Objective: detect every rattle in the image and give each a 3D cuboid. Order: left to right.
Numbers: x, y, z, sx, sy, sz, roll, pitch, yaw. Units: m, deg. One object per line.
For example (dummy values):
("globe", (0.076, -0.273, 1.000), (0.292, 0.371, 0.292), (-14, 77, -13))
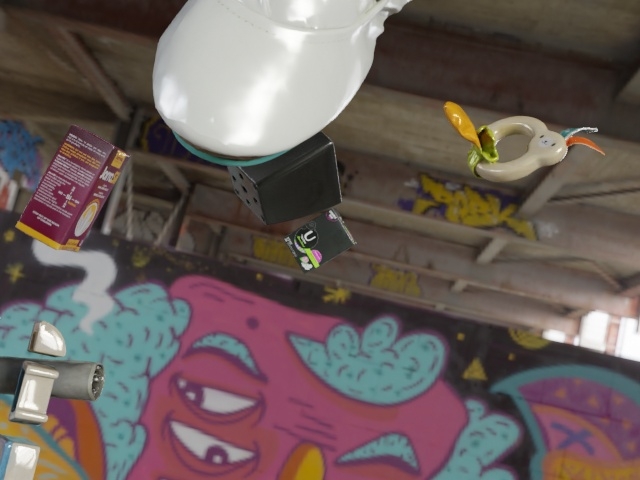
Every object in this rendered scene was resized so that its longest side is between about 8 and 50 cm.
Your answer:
("rattle", (0.304, -0.171, 1.324), (0.200, 0.130, 0.143), (-2, -57, 34))

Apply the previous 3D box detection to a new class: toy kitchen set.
("toy kitchen set", (-0.440, 0.196, 1.160), (0.166, 0.207, 0.122), (17, -14, -23))

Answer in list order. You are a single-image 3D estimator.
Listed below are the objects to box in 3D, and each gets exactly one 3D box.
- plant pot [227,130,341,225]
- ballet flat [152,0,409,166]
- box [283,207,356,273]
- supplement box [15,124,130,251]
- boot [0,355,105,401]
("plant pot", (-0.086, -0.145, 1.802), (0.188, 0.167, 0.187), (46, -20, 33))
("ballet flat", (0.007, -0.201, 0.647), (0.139, 0.400, 0.139), (14, -52, 19))
("box", (0.000, 0.000, 1.269), (0.083, 0.062, 0.052), (-31, -1, 6))
("supplement box", (-0.396, -0.082, 1.446), (0.081, 0.188, 0.104), (29, -1, 4))
("boot", (-0.418, 0.193, 1.236), (0.208, 0.076, 0.189), (12, 5, 1))
